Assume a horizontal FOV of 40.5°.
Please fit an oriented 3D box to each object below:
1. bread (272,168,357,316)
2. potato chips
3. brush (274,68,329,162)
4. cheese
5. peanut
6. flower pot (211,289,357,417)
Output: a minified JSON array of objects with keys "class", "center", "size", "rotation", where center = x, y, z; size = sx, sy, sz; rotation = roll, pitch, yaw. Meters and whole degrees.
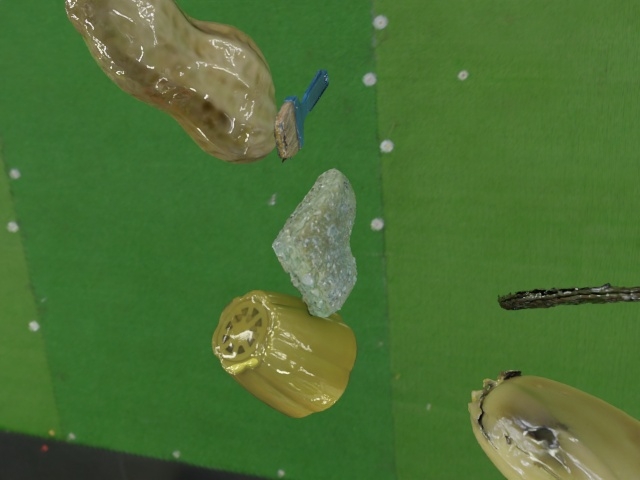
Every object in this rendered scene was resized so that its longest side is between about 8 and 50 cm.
[{"class":"bread","center":[0.000,0.000,1.314],"size":[0.064,0.173,0.231],"rotation":[1,86,40]},{"class":"potato chips","center":[0.260,0.048,0.723],"size":[0.220,0.202,0.029],"rotation":[-4,81,16]},{"class":"brush","center":[-0.015,-0.131,0.845],"size":[0.014,0.164,0.051],"rotation":[3,121,15]},{"class":"cheese","center":[0.372,0.312,1.330],"size":[0.316,0.260,0.128],"rotation":[33,115,23]},{"class":"peanut","center":[-0.135,-0.180,0.879],"size":[0.125,0.111,0.274],"rotation":[-48,130,7]},{"class":"flower pot","center":[-0.069,0.171,1.399],"size":[0.195,0.195,0.179],"rotation":[-25,143,29]}]
